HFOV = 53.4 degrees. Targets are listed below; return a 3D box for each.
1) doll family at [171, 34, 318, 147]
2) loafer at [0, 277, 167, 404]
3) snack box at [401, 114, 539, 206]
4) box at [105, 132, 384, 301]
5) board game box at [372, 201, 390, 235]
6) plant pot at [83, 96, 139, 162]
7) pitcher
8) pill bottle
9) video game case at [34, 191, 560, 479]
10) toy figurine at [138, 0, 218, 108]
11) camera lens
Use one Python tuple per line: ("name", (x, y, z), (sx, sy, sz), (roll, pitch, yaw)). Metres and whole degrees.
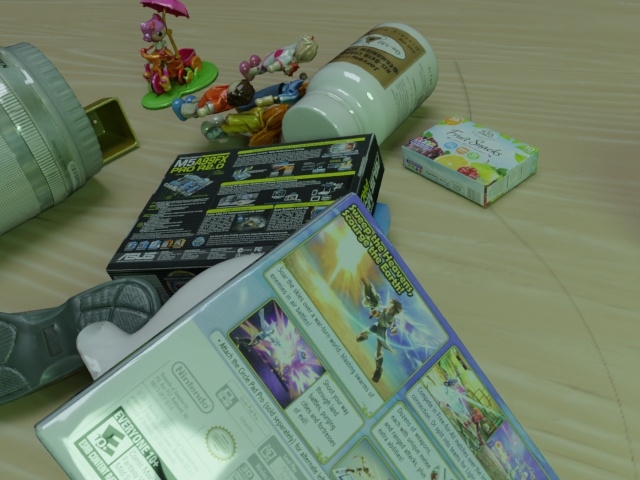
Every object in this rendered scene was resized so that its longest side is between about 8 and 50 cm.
("doll family", (-0.076, -0.209, 0.948), (0.163, 0.118, 0.263), (-2, 33, 39))
("loafer", (-0.280, 0.113, 0.650), (0.268, 0.084, 0.096), (-16, 71, 0))
("snack box", (0.189, -0.106, 0.812), (0.100, 0.037, 0.141), (-32, 44, -25))
("box", (-0.077, -0.026, 0.728), (0.270, 0.060, 0.216), (-3, 41, 19))
("board game box", (0.000, 0.000, 0.739), (0.169, 0.033, 0.133), (16, 51, 36))
("plant pot", (-0.348, -0.173, 0.986), (0.081, 0.081, 0.083), (-35, 34, -26))
("pitcher", (-0.083, 0.114, 0.524), (0.207, 0.125, 0.177), (-24, 75, 16))
("pill bottle", (0.054, -0.195, 0.875), (0.131, 0.131, 0.229), (19, 49, 31))
("video game case", (0.005, 0.144, 0.414), (0.244, 0.269, 0.061), (-37, 4, -27))
("toy figurine", (-0.270, -0.338, 1.095), (0.130, 0.159, 0.173), (10, 45, 23))
("camera lens", (-0.458, -0.110, 0.825), (0.274, 0.219, 0.219), (-36, 46, -27))
